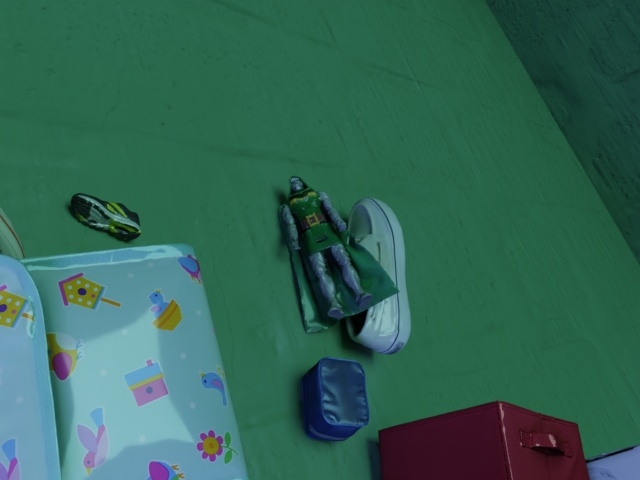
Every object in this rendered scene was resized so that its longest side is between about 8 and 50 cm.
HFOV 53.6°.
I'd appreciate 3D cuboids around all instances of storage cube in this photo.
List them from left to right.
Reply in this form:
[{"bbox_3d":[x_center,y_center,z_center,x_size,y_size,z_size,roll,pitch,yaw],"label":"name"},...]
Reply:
[{"bbox_3d":[0.201,0.321,0.761,0.183,0.215,0.193,23,52,-36],"label":"storage cube"}]

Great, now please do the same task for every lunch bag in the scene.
[{"bbox_3d":[-0.212,0.128,0.495,0.262,0.160,0.224,-2,69,-39],"label":"lunch bag"},{"bbox_3d":[0.014,0.192,0.776,0.067,0.065,0.098,14,50,-22],"label":"lunch bag"}]

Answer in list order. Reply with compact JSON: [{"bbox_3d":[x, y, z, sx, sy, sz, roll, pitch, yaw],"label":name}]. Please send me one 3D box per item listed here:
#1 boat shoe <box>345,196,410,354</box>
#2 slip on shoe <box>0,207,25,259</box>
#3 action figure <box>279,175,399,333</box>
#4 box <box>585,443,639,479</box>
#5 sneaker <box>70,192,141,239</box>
[{"bbox_3d":[0.065,0.039,0.944,0.088,0.096,0.268,21,52,-33],"label":"boat shoe"},{"bbox_3d":[-0.377,-0.081,0.526,0.331,0.123,0.101,47,13,-14],"label":"slip on shoe"},{"bbox_3d":[0.000,0.000,0.896,0.063,0.137,0.232,78,-11,-60],"label":"action figure"},{"bbox_3d":[0.397,0.373,0.889,0.231,0.262,0.127,12,52,-44],"label":"box"},{"bbox_3d":[-0.240,-0.030,0.709,0.083,0.031,0.035,34,26,-31],"label":"sneaker"}]
